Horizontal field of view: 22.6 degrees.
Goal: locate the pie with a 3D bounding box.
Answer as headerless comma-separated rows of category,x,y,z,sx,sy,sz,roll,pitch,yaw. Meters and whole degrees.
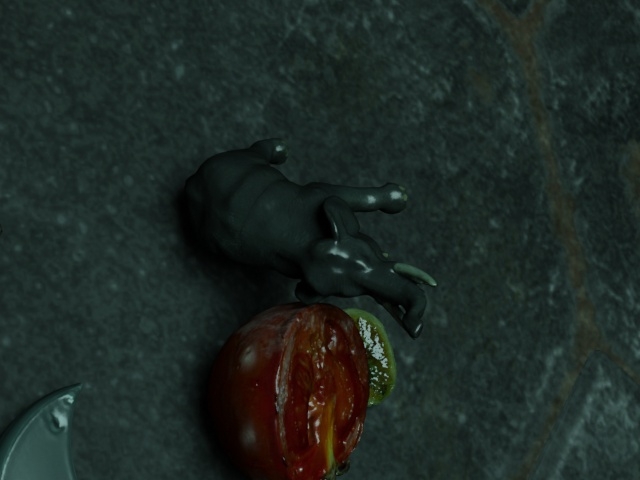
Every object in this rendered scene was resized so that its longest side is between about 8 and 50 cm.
pie,0.028,0.094,1.280,0.084,0.021,0.084,12,66,-29

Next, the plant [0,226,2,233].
plant,-0.367,0.014,0.933,0.312,0.213,0.215,31,60,-9

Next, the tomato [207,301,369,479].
tomato,-0.031,0.115,1.191,0.159,0.091,0.139,-24,110,-59

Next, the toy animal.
toy animal,0.008,0.000,1.192,0.137,0.269,0.082,-12,124,-49

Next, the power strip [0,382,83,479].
power strip,-0.155,0.214,1.102,0.137,0.044,0.216,-38,95,-36
